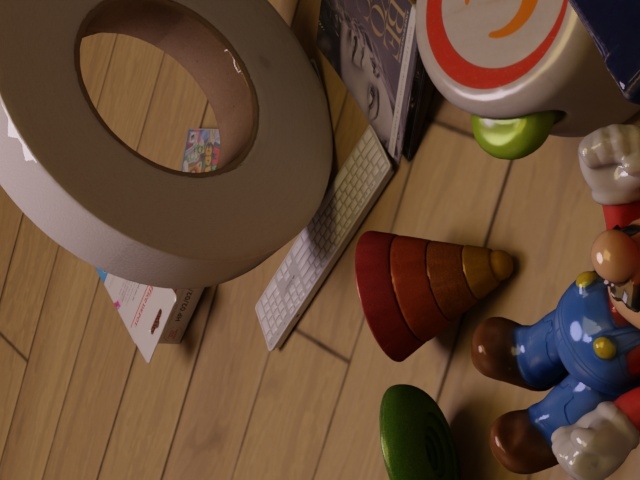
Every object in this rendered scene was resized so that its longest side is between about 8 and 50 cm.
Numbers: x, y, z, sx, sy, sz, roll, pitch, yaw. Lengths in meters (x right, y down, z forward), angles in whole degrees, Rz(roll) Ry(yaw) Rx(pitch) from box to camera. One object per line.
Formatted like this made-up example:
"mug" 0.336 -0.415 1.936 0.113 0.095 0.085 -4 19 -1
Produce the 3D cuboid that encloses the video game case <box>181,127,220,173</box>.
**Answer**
"video game case" -0.115 -0.068 1.818 0.166 0.015 0.119 7 86 56

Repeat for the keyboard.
"keyboard" 0.000 0.000 1.630 0.256 0.014 0.072 -57 39 28

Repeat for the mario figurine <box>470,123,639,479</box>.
"mario figurine" 0.203 0.046 1.170 0.198 0.170 0.320 49 138 9

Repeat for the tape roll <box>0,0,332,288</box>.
"tape roll" -0.162 -0.139 1.577 0.072 0.392 0.392 -37 51 44

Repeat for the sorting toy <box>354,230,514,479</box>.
"sorting toy" 0.125 0.148 1.355 0.126 0.127 0.365 -17 66 21

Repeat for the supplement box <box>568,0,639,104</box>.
"supplement box" 0.314 -0.172 0.908 0.195 0.357 0.194 -54 40 32

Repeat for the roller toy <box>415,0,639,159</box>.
"roller toy" 0.189 -0.184 1.288 0.209 0.146 0.191 -48 53 29

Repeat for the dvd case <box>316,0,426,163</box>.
"dvd case" 0.048 -0.204 1.562 0.221 0.018 0.164 -121 30 -45

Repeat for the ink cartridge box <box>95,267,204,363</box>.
"ink cartridge box" -0.189 0.047 1.840 0.181 0.062 0.104 56 131 42
